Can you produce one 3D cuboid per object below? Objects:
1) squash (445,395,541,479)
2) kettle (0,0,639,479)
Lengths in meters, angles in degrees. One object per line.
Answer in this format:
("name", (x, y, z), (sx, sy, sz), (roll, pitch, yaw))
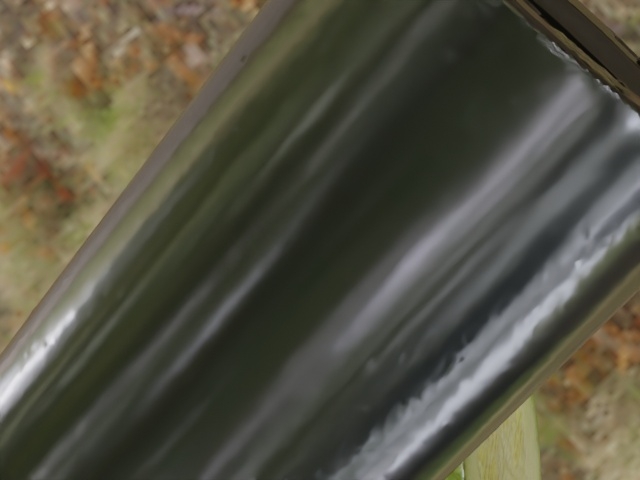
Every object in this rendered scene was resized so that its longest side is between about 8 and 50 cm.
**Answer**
("squash", (0.119, 0.157, 1.291), (0.189, 0.189, 0.260), (46, 140, 8))
("kettle", (-0.008, -0.003, 0.831), (0.203, 0.308, 0.262), (25, -158, -46))
